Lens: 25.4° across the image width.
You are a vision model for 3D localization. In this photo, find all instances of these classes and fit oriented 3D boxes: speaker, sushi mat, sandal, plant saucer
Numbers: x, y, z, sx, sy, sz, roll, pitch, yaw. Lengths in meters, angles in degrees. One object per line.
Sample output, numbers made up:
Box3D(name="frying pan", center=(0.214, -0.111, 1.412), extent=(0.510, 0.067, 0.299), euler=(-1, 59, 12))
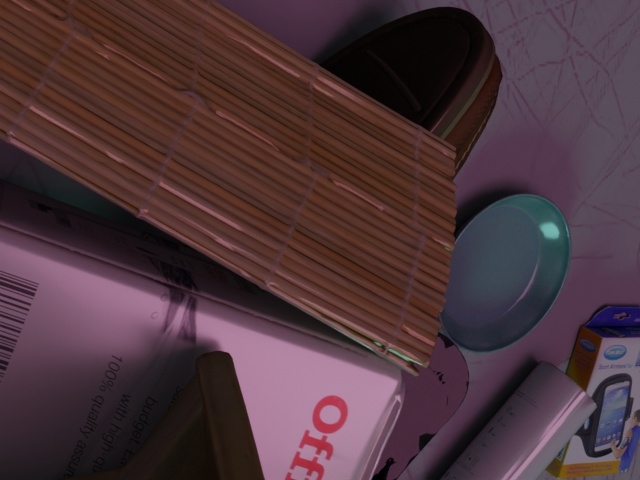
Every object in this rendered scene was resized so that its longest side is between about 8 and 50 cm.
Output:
Box3D(name="speaker", center=(0.140, 0.154, 1.039), extent=(0.136, 0.055, 0.055), euler=(-49, 131, -8))
Box3D(name="sushi mat", center=(-0.067, -0.065, 0.669), extent=(0.317, 0.151, 0.019), euler=(30, 133, -18))
Box3D(name="sandal", center=(0.006, 0.163, 0.929), extent=(0.097, 0.054, 0.254), euler=(36, 84, -18))
Box3D(name="plant saucer", center=(0.122, 0.020, 0.984), extent=(0.119, 0.021, 0.119), euler=(-15, 119, -29))

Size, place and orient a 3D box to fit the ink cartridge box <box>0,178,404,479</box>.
Box3D(name="ink cartridge box", center=(-0.131, 0.095, 0.703), extent=(0.283, 0.117, 0.207), euler=(21, 99, -15))

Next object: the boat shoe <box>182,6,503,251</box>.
Box3D(name="boat shoe", center=(0.000, 0.000, 0.838), extent=(0.307, 0.110, 0.104), euler=(-46, 133, 5))

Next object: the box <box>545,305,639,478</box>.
Box3D(name="box", center=(0.223, 0.117, 1.100), extent=(0.081, 0.028, 0.136), euler=(2, 112, -36))

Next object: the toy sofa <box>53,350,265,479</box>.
Box3D(name="toy sofa", center=(-0.185, 0.178, 0.575), extent=(0.363, 0.150, 0.177), euler=(-9, 106, -6))
